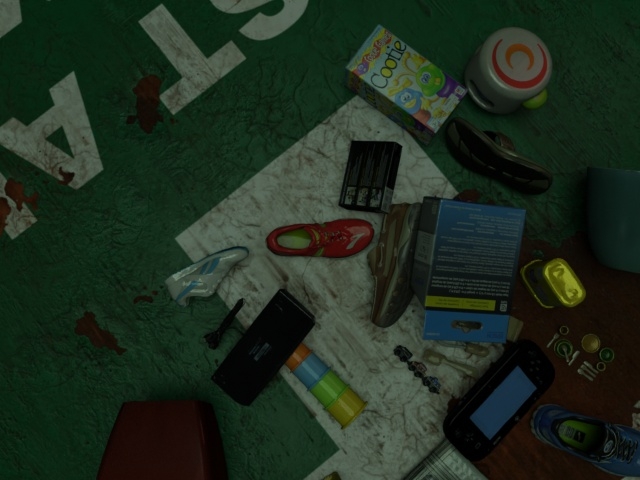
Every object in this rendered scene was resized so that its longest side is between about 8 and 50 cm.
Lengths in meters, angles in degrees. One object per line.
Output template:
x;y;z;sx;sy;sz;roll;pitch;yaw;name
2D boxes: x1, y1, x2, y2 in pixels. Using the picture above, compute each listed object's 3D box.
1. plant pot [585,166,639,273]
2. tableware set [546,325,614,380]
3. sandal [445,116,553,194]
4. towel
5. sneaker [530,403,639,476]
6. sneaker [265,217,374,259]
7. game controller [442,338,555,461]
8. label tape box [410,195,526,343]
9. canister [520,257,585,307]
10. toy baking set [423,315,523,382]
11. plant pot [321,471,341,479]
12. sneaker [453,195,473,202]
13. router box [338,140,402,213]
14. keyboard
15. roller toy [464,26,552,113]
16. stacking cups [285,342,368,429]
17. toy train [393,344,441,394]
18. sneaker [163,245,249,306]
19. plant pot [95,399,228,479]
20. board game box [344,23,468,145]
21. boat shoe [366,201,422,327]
0.778;-0.046;1.539;0.293;0.293;0.235;5;99;1;plant pot
0.663;0.276;1.632;0.154;0.024;0.104;39;86;4;tableware set
0.454;-0.220;1.647;0.303;0.120;0.086;31;58;1;sandal
0.317;0.710;1.581;0.312;0.056;0.324;-43;87;-3;towel
0.683;0.498;1.551;0.330;0.147;0.130;17;85;1;sneaker
0.000;0.000;1.613;0.279;0.118;0.107;-7;87;0;sneaker
0.441;0.392;1.576;0.319;0.067;0.166;-45;106;-6;game controller
0.351;0.071;1.570;0.241;0.106;0.333;6;95;-19;label tape box
0.567;0.105;1.574;0.073;0.170;0.126;-33;86;-2;canister
0.395;0.264;1.634;0.256;0.030;0.197;-40;81;-8;toy baking set
0.011;0.719;1.516;0.212;0.212;0.187;-32;97;-3;plant pot
0.391;-0.079;1.658;0.119;0.047;0.057;22;74;1;sneaker
0.126;-0.163;1.631;0.133;0.046;0.179;9;84;36;router box
-0.170;0.244;1.585;0.201;0.033;0.317;40;107;7;keyboard
0.472;-0.429;1.634;0.191;0.146;0.209;6;79;-8;roller toy
-0.028;0.328;1.606;0.316;0.096;0.096;42;87;8;stacking cups
0.249;0.326;1.630;0.036;0.027;0.158;-43;85;-14;toy train
-0.277;0.086;1.630;0.229;0.087;0.092;-28;92;5;sneaker
-0.362;0.500;1.515;0.267;0.267;0.235;-2;73;0;plant pot
0.211;-0.389;1.633;0.275;0.144;0.142;37;87;4;board game box
0.180;0.058;1.619;0.116;0.123;0.324;13;81;34;boat shoe
